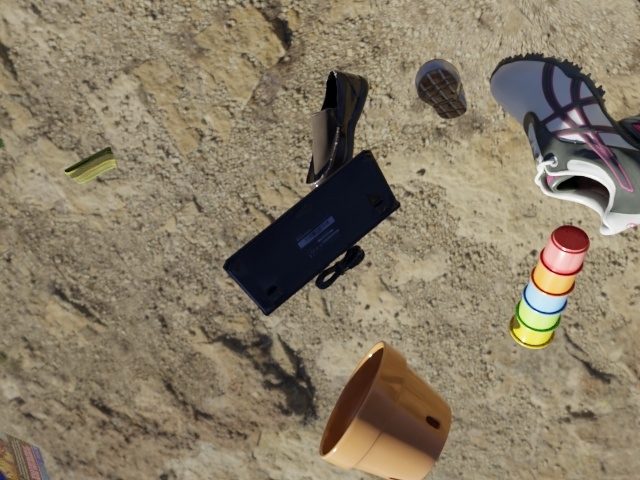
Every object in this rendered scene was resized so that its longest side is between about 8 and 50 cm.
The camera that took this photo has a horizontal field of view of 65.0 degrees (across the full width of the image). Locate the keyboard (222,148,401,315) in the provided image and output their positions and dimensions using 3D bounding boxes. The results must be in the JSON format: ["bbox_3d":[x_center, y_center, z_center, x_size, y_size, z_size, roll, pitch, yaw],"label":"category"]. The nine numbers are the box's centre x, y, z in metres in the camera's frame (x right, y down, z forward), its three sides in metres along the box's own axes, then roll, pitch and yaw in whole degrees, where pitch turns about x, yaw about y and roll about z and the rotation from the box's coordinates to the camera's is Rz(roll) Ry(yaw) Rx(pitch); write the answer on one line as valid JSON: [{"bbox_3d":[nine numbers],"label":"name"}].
[{"bbox_3d":[0.000,0.000,0.503,0.180,0.023,0.108,-39,125,-6],"label":"keyboard"}]

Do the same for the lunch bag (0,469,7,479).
[{"bbox_3d":[-0.658,0.323,0.608,0.385,0.328,0.239,8,123,26],"label":"lunch bag"}]

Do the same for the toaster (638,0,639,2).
[{"bbox_3d":[0.345,-0.219,0.371,0.185,0.110,0.168,39,148,-9],"label":"toaster"}]

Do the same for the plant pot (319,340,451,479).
[{"bbox_3d":[0.154,0.404,1.133,0.203,0.291,0.291,32,124,0],"label":"plant pot"}]

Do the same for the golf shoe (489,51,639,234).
[{"bbox_3d":[0.289,-0.126,0.598,0.120,0.105,0.273,-40,57,-2],"label":"golf shoe"}]

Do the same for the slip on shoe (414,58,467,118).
[{"bbox_3d":[0.146,-0.188,0.603,0.051,0.135,0.041,-14,76,28],"label":"slip on shoe"}]

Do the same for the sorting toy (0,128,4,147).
[{"bbox_3d":[-0.319,-0.124,0.457,0.012,0.062,0.083,-22,98,2],"label":"sorting toy"}]

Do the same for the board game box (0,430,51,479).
[{"bbox_3d":[-0.730,0.482,1.031,0.232,0.141,0.291,13,151,52],"label":"board game box"}]

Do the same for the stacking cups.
[{"bbox_3d":[0.439,0.100,0.971,0.096,0.096,0.316,11,146,17],"label":"stacking cups"}]

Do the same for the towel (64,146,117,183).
[{"bbox_3d":[-0.494,-0.159,1.097,0.021,0.102,0.237,59,164,-13],"label":"towel"}]

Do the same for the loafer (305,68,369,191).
[{"bbox_3d":[0.010,-0.179,0.823,0.078,0.220,0.080,22,166,-32],"label":"loafer"}]
